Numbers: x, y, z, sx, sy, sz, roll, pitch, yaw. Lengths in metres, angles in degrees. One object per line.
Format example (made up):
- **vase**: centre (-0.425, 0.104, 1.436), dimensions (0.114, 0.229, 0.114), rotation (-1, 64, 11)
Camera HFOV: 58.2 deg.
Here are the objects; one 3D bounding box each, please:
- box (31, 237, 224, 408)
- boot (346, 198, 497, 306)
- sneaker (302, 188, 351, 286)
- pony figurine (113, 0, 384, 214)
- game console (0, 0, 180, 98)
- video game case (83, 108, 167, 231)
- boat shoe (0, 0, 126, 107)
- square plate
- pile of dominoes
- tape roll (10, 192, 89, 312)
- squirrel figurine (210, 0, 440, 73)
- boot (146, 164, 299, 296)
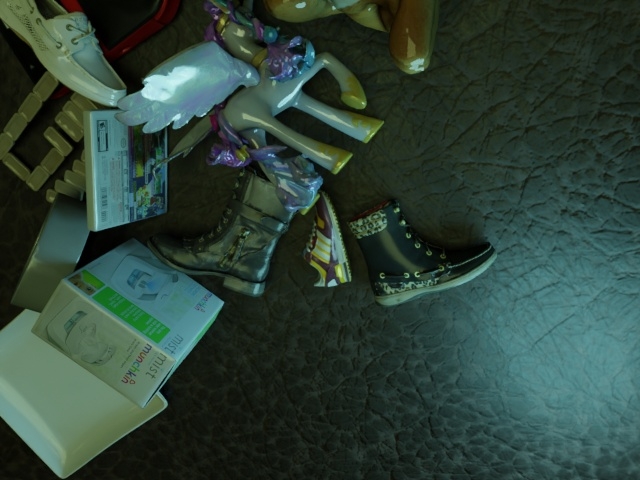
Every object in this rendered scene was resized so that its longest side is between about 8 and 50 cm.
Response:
- **box**: centre (-0.336, 0.140, 1.052), dimensions (0.231, 0.262, 0.126), rotation (36, 107, -2)
- **boot**: centre (0.178, 0.004, 1.033), dimensions (0.236, 0.085, 0.178), rotation (-22, 99, 14)
- **sneaker**: centre (0.000, 0.000, 1.065), dimensions (0.084, 0.069, 0.185), rotation (-14, 102, 6)
- **pony figurine**: centre (-0.116, -0.217, 0.943), dimensions (0.363, 0.303, 0.351), rotation (40, 75, -1)
- **game console**: centre (-0.461, -0.495, 1.005), dimensions (0.342, 0.060, 0.386), rotation (-26, 100, 20)
- **video game case**: centre (-0.340, -0.131, 1.019), dimensions (0.023, 0.183, 0.201), rotation (11, 107, 24)
- **boat shoe**: centre (-0.425, -0.341, 0.963), dimensions (0.277, 0.098, 0.096), rotation (43, 113, -2)
- **square plate**: centre (-0.551, 0.305, 1.240), dimensions (0.347, 0.049, 0.344), rotation (-36, 98, 16)
- **pile of dominoes**: centre (-0.490, -0.184, 1.101), dimensions (0.251, 0.040, 0.196), rotation (-37, 104, 28)
- **tape roll**: centre (-0.491, 0.024, 1.059), dimensions (0.072, 0.219, 0.219), rotation (23, 109, -25)
- **squirrel figurine**: centre (-0.014, -0.443, 0.817), dimensions (0.371, 0.397, 0.281), rotation (4, 135, 17)
- **boot**: centre (-0.173, -0.037, 1.081), dimensions (0.263, 0.091, 0.229), rotation (20, 102, -2)
